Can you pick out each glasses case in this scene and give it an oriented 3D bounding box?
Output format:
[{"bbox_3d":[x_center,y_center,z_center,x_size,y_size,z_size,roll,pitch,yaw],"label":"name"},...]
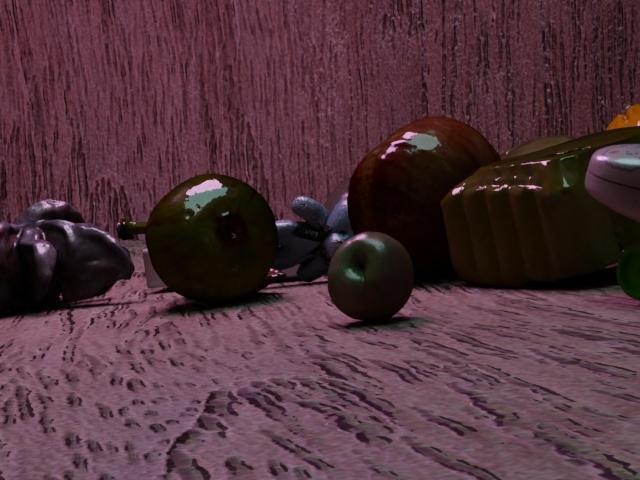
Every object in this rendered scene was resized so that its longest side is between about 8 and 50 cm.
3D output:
[{"bbox_3d":[0.371,-0.026,1.221,0.297,0.075,0.113,17,13,20],"label":"glasses case"}]

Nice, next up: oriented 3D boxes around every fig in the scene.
[{"bbox_3d":[-0.149,0.004,1.680,0.151,0.151,0.259,-8,-1,-26],"label":"fig"},{"bbox_3d":[0.134,-0.041,1.651,0.205,0.205,0.205,-6,3,0],"label":"fig"}]

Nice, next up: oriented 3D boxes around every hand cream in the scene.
[{"bbox_3d":[0.370,0.022,1.286,0.275,0.050,0.079,-3,28,-40],"label":"hand cream"}]

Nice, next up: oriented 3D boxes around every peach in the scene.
[{"bbox_3d":[0.046,0.033,1.295,0.083,0.083,0.083,-6,3,0],"label":"peach"}]

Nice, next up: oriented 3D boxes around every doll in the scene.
[{"bbox_3d":[0.002,0.002,1.744,0.180,0.120,0.075,-13,23,-6],"label":"doll"}]

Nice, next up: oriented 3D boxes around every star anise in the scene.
[{"bbox_3d":[-0.393,0.020,1.827,0.360,0.139,0.316,-5,-3,21],"label":"star anise"}]

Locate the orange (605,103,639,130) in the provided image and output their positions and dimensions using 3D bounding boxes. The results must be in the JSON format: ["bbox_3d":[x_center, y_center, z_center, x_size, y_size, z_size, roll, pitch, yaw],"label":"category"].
[{"bbox_3d":[0.532,-0.122,2.240,0.219,0.193,0.219,-15,17,5],"label":"orange"}]

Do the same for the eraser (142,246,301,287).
[{"bbox_3d":[-0.113,0.022,1.890,0.210,0.068,0.124,-6,5,13],"label":"eraser"}]

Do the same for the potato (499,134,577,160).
[{"bbox_3d":[0.296,-0.059,1.835,0.174,0.159,0.251,20,16,-1],"label":"potato"}]

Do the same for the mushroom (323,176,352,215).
[{"bbox_3d":[0.069,-0.030,1.890,0.141,0.117,0.188,4,11,20],"label":"mushroom"}]

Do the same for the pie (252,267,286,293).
[{"bbox_3d":[-0.120,0.049,1.732,0.088,0.033,0.191,-16,13,-26],"label":"pie"}]

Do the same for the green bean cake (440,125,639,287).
[{"bbox_3d":[0.269,-0.039,1.500,0.236,0.124,0.233,-18,7,-30],"label":"green bean cake"}]
